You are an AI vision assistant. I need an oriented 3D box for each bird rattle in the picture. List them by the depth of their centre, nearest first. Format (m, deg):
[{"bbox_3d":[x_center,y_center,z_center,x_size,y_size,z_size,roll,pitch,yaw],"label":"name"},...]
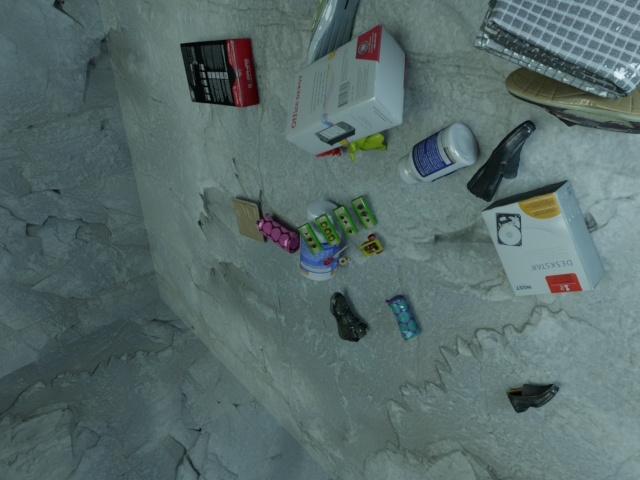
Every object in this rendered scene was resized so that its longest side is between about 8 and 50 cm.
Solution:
[{"bbox_3d":[0.086,-0.347,1.244,0.253,0.143,0.207,32,123,51],"label":"bird rattle"}]

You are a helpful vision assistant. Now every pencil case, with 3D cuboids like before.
[{"bbox_3d":[0.283,0.264,1.402,0.070,0.064,0.152,-19,97,36],"label":"pencil case"},{"bbox_3d":[-0.172,-0.032,1.724,0.209,0.095,0.098,32,113,30],"label":"pencil case"}]

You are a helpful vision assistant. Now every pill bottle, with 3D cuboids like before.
[{"bbox_3d":[0.295,-0.213,1.056,0.186,0.112,0.112,-22,95,52],"label":"pill bottle"},{"bbox_3d":[0.000,0.000,1.492,0.152,0.152,0.272,32,133,33],"label":"pill bottle"}]

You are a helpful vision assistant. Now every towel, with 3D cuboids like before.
[{"bbox_3d":[0.431,-0.395,0.666,0.283,0.121,0.235,28,109,9],"label":"towel"}]

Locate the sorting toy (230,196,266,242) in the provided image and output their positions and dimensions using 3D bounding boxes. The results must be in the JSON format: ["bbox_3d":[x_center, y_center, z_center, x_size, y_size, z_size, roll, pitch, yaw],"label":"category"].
[{"bbox_3d":[-0.332,-0.099,1.909,0.193,0.038,0.208,18,129,42],"label":"sorting toy"}]

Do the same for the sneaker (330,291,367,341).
[{"bbox_3d":[0.115,0.305,1.605,0.130,0.087,0.228,6,120,45],"label":"sneaker"}]

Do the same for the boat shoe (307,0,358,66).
[{"bbox_3d":[0.030,-0.614,1.138,0.094,0.109,0.302,55,136,33],"label":"boat shoe"}]

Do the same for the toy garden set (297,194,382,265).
[{"bbox_3d":[0.076,-0.004,1.366,0.244,0.049,0.204,-26,107,12],"label":"toy garden set"}]

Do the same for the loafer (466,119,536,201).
[{"bbox_3d":[0.432,-0.180,0.956,0.078,0.076,0.223,43,143,15],"label":"loafer"}]

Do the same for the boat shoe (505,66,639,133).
[{"bbox_3d":[0.502,-0.270,0.799,0.285,0.103,0.092,28,164,36],"label":"boat shoe"}]

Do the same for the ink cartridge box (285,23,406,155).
[{"bbox_3d":[0.063,-0.384,1.088,0.306,0.131,0.226,-10,67,44],"label":"ink cartridge box"}]

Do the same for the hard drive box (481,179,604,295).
[{"bbox_3d":[0.515,0.002,0.957,0.181,0.089,0.232,-19,98,53],"label":"hard drive box"}]

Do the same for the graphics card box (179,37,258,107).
[{"bbox_3d":[-0.397,-0.651,1.591,0.370,0.094,0.233,19,126,40],"label":"graphics card box"}]

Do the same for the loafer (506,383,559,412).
[{"bbox_3d":[0.595,0.436,1.158,0.061,0.062,0.170,53,140,19],"label":"loafer"}]
